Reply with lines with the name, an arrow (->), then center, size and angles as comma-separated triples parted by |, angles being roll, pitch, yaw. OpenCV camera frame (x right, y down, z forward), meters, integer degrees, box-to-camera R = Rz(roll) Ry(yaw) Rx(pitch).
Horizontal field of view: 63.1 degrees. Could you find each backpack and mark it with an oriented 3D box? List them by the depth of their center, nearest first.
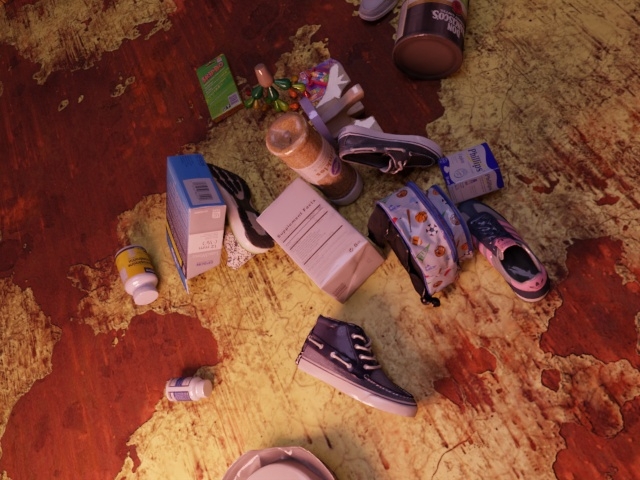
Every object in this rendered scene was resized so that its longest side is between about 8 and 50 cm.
backpack -> 0.249, -0.013, 1.283 | 0.213, 0.263, 0.276 | -39, 60, 4

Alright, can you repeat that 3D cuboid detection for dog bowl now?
dog bowl -> -0.087, 0.669, 1.251 | 0.349, 0.102, 0.348 | -8, 68, 20

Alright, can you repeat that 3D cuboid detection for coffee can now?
coffee can -> 0.329, -0.647, 1.530 | 0.202, 0.201, 0.275 | 3, 72, 24

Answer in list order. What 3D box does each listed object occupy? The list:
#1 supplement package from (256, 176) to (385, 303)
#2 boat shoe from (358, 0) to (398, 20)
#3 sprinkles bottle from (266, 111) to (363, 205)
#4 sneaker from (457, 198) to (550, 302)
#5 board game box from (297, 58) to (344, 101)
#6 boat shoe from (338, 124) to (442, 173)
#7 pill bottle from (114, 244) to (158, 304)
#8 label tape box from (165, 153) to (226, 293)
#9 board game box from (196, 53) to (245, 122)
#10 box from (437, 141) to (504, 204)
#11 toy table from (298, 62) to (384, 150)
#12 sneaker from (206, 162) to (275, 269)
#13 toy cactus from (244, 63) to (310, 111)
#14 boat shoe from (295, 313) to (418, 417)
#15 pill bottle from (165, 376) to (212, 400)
supplement package -> 0.000, 0.000, 1.429 | 0.175, 0.177, 0.293 | -46, 60, 1
boat shoe -> 0.226, -0.869, 1.714 | 0.118, 0.103, 0.320 | 35, 86, 29
sprinkles bottle -> -0.006, -0.209, 1.407 | 0.121, 0.355, 0.121 | -10, 69, 26
sneaker -> 0.441, 0.001, 1.273 | 0.112, 0.131, 0.319 | -39, 61, 4
board game box -> -0.004, -0.539, 1.722 | 0.169, 0.033, 0.133 | -24, 63, 13
boat shoe -> 0.192, -0.229, 1.414 | 0.301, 0.108, 0.102 | 10, 62, -17
pill bottle -> -0.585, 0.112, 1.670 | 0.103, 0.103, 0.184 | -36, 62, 6
label tape box -> -0.384, -0.047, 1.572 | 0.115, 0.347, 0.249 | -11, 48, -25
board game box -> -0.363, -0.551, 1.875 | 0.124, 0.039, 0.259 | -27, 65, 10
box -> 0.394, -0.178, 1.371 | 0.137, 0.072, 0.126 | -19, 40, 14
toy table -> 0.054, -0.365, 1.506 | 0.161, 0.274, 0.252 | -32, 100, 6
sneaker -> -0.303, -0.079, 1.618 | 0.182, 0.158, 0.410 | -45, 54, 21
toy cactus -> -0.156, -0.498, 1.690 | 0.219, 0.180, 0.112 | -3, 56, 20
boat shoe -> 0.101, 0.301, 1.298 | 0.341, 0.127, 0.158 | 19, 86, 28
pill bottle -> -0.372, 0.423, 1.483 | 0.120, 0.067, 0.067 | -7, 68, 20
